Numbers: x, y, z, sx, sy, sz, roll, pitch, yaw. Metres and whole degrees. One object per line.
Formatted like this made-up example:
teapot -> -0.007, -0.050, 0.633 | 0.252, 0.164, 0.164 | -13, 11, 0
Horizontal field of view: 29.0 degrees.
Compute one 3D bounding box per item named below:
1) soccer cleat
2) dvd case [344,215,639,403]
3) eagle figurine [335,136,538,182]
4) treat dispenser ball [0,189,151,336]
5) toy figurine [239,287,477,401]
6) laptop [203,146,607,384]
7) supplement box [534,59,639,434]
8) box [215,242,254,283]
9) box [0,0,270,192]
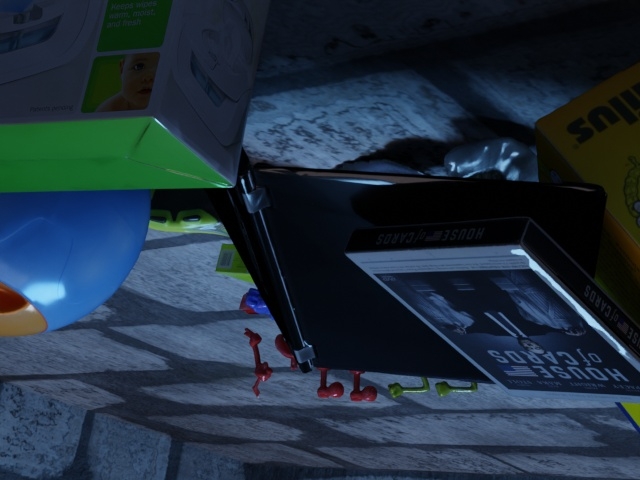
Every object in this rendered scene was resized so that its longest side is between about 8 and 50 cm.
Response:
soccer cleat -> -0.139, -0.042, 1.508 | 0.289, 0.093, 0.121 | 9, 168, 3
dvd case -> 0.156, 0.060, 0.971 | 0.179, 0.029, 0.239 | -4, 143, 48
eagle figurine -> 0.141, -0.006, 1.389 | 0.226, 0.225, 0.298 | 60, 180, -19
treat dispenser ball -> -0.321, -0.043, 1.286 | 0.288, 0.288, 0.288 | 9, 161, 3
toy figurine -> 0.028, 0.110, 1.673 | 0.363, 0.191, 0.217 | 0, 166, 19
laptop -> 0.037, -0.047, 1.139 | 0.236, 0.408, 0.382 | -26, 150, -8
supplement box -> 0.325, 0.012, 1.083 | 0.194, 0.195, 0.356 | -31, 149, -6
box -> -0.026, 0.044, 1.514 | 0.178, 0.042, 0.109 | 18, 172, -29
box -> -0.182, -0.163, 0.955 | 0.262, 0.231, 0.127 | 1, 160, 26
